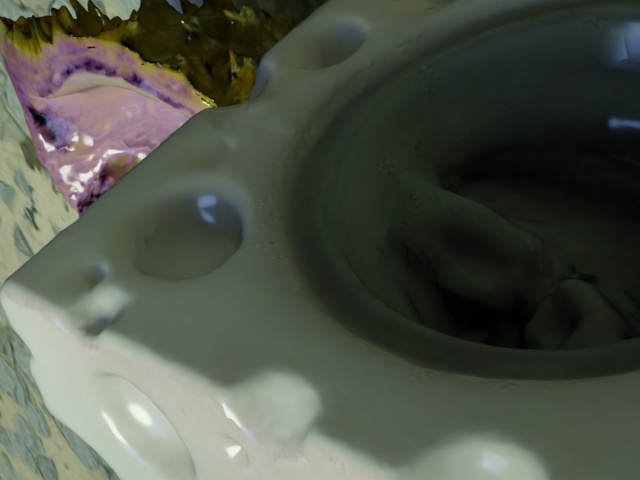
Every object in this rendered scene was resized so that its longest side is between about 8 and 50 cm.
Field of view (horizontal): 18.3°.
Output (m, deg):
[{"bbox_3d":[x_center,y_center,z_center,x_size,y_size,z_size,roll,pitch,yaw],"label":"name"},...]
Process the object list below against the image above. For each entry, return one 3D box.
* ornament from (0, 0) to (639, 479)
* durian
[{"bbox_3d":[0.094,0.062,0.618,0.240,0.239,0.240,22,143,37],"label":"ornament"},{"bbox_3d":[0.000,0.001,0.909,0.341,0.112,0.191,54,145,-12],"label":"durian"}]
